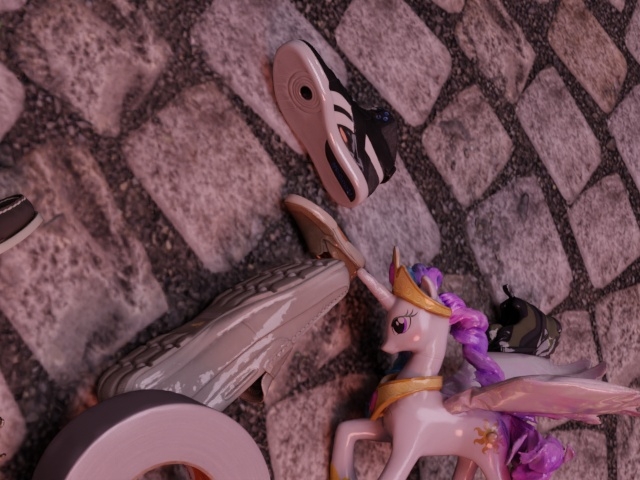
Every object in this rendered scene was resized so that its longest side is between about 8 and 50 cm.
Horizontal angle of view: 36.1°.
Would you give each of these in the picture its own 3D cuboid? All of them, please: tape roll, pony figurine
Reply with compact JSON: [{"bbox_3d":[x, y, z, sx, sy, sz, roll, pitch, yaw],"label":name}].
[{"bbox_3d":[-0.155,0.250,0.902,0.219,0.072,0.219,-4,97,-34],"label":"tape roll"},{"bbox_3d":[0.179,0.214,1.134,0.351,0.303,0.363,13,86,-5],"label":"pony figurine"}]

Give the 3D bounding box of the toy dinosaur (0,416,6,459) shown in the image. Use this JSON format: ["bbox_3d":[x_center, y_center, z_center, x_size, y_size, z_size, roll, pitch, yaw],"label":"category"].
[{"bbox_3d":[-0.335,0.157,0.864,0.092,0.053,0.183,-44,110,-34],"label":"toy dinosaur"}]

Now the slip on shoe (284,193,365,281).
[{"bbox_3d":[0.000,0.000,1.175,0.135,0.051,0.041,48,68,-30],"label":"slip on shoe"}]

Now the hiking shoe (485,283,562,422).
[{"bbox_3d":[0.240,0.171,1.334,0.114,0.086,0.227,38,55,-11],"label":"hiking shoe"}]

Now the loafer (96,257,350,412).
[{"bbox_3d":[-0.087,0.119,1.047,0.319,0.112,0.111,-32,108,-31],"label":"loafer"}]

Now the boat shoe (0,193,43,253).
[{"bbox_3d":[-0.351,0.007,0.857,0.228,0.081,0.068,-34,108,-36],"label":"boat shoe"}]

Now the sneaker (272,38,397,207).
[{"bbox_3d":[0.025,-0.160,1.208,0.121,0.079,0.217,-42,117,-40],"label":"sneaker"}]
